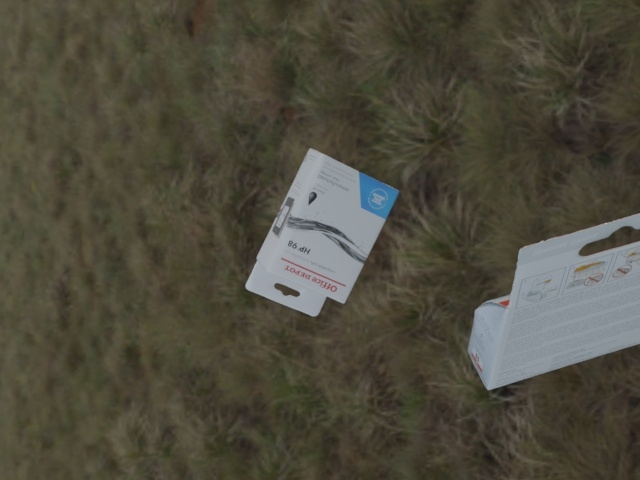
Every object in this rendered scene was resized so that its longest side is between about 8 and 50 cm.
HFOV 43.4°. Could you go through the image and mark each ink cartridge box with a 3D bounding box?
[{"bbox_3d":[0.000,0.000,0.913,0.180,0.104,0.060,-65,21,5],"label":"ink cartridge box"},{"bbox_3d":[0.182,0.029,0.563,0.179,0.145,0.045,84,167,-50],"label":"ink cartridge box"}]
